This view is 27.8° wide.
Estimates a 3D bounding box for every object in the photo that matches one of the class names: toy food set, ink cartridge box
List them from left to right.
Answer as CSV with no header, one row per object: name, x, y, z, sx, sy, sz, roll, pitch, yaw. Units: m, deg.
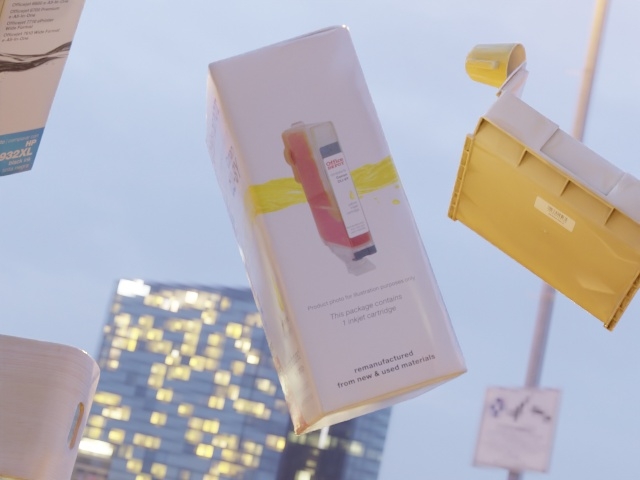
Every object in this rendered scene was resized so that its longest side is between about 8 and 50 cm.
ink cartridge box,-0.409,-0.256,1.514,0.223,0.307,0.129,42,35,25
toy food set,-0.492,0.247,1.856,0.306,0.219,0.092,8,-36,3
ink cartridge box,0.000,0.000,1.419,0.161,0.384,0.279,-16,-10,-9

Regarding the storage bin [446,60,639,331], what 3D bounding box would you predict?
storage bin,0.302,-0.051,1.553,0.262,0.123,0.260,37,-20,15

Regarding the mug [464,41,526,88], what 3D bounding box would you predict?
mug,0.213,-0.223,1.606,0.064,0.062,0.078,13,-20,29
